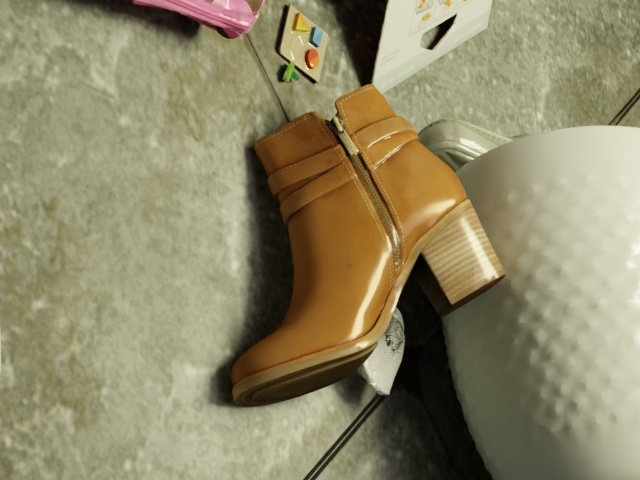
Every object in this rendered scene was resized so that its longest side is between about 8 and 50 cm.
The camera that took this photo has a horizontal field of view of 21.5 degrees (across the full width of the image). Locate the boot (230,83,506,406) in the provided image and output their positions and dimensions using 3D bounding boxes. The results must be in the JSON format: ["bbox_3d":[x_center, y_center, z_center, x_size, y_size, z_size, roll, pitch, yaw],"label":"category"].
[{"bbox_3d":[0.000,0.000,1.470,0.283,0.109,0.220,-30,79,-15],"label":"boot"}]

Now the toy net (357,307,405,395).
[{"bbox_3d":[0.049,0.033,1.581,0.122,0.045,0.232,14,70,-51],"label":"toy net"}]

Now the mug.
[{"bbox_3d":[0.298,0.109,1.612,0.374,0.276,0.328,12,58,-30],"label":"mug"}]

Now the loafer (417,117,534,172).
[{"bbox_3d":[0.195,-0.061,1.748,0.319,0.112,0.111,31,48,-50],"label":"loafer"}]

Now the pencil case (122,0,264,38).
[{"bbox_3d":[-0.131,-0.228,1.400,0.209,0.095,0.098,10,36,-48],"label":"pencil case"}]

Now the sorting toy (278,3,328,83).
[{"bbox_3d":[-0.016,-0.176,1.589,0.062,0.012,0.083,38,51,-39],"label":"sorting toy"}]

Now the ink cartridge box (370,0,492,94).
[{"bbox_3d":[0.115,-0.297,1.715,0.275,0.060,0.239,-36,145,-50],"label":"ink cartridge box"}]
